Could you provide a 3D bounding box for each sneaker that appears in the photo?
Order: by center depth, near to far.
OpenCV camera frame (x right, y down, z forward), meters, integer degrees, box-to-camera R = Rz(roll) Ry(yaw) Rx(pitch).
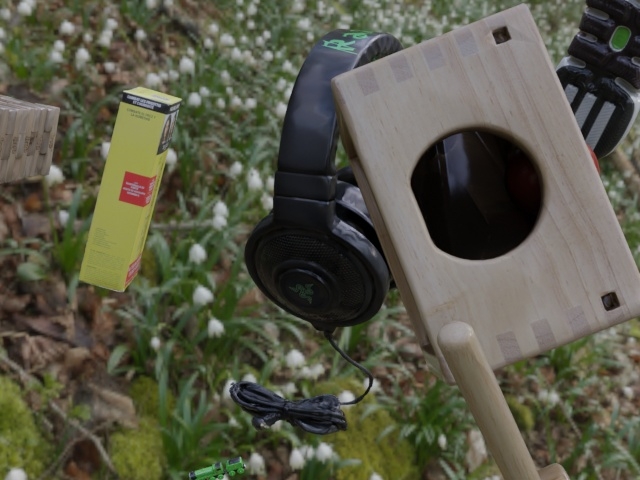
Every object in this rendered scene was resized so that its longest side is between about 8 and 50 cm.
[{"bbox_3d":[0.291,-0.211,0.791,0.106,0.281,0.162,34,27,13],"label":"sneaker"}]

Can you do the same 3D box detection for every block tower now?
[{"bbox_3d":[-0.399,-0.110,0.953,0.097,0.091,0.335,15,10,6],"label":"block tower"}]

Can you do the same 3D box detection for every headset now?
[{"bbox_3d":[0.000,0.000,0.840,0.185,0.394,0.243,8,16,21],"label":"headset"}]

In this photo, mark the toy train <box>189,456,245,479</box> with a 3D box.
[{"bbox_3d":[-0.147,0.326,1.243,0.083,0.024,0.017,-17,28,-1],"label":"toy train"}]

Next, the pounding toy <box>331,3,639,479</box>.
[{"bbox_3d":[0.084,0.019,0.359,0.094,0.206,0.181,-21,-6,1],"label":"pounding toy"}]

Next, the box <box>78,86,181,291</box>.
[{"bbox_3d":[-0.226,-0.062,1.047,0.058,0.232,0.087,17,12,-3],"label":"box"}]
